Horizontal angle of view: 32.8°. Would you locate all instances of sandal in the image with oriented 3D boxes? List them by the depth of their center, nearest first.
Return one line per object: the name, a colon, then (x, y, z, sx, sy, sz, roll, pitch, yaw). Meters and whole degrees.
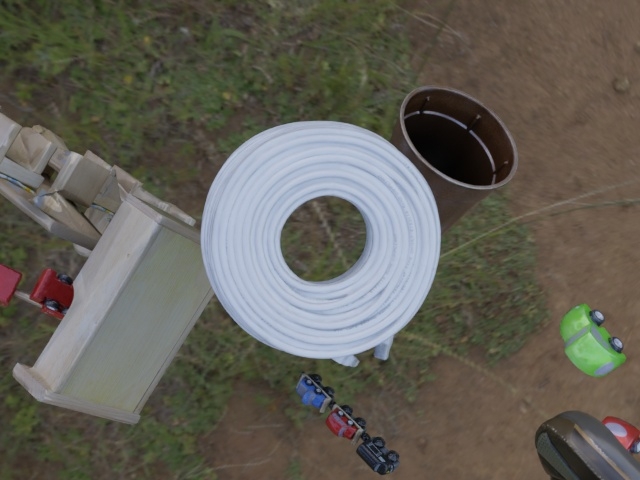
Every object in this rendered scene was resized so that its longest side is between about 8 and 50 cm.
sandal: (0.199, 0.160, 0.549, 0.060, 0.090, 0.219, -43, 87, -19)

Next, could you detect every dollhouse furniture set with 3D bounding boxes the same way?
dollhouse furniture set: (-0.342, 0.019, 1.420, 0.394, 0.362, 0.256, 32, 90, 36)

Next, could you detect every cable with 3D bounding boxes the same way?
cable: (0.000, 0.000, 1.168, 0.257, 0.089, 0.257, 19, 96, -10)

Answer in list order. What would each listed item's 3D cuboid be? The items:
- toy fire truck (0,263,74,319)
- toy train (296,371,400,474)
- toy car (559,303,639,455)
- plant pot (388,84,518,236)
toy fire truck: (-0.346, 0.085, 1.447, 0.192, 0.135, 0.047, 30, 68, -19)
toy train: (0.025, 0.207, 1.233, 0.158, 0.036, 0.027, 43, 132, 25)
toy car: (0.377, 0.185, 1.400, 0.239, 0.053, 0.225, -47, 67, 35)
plant pot: (0.142, -0.084, 1.412, 0.167, 0.167, 0.165, 47, 137, 13)
